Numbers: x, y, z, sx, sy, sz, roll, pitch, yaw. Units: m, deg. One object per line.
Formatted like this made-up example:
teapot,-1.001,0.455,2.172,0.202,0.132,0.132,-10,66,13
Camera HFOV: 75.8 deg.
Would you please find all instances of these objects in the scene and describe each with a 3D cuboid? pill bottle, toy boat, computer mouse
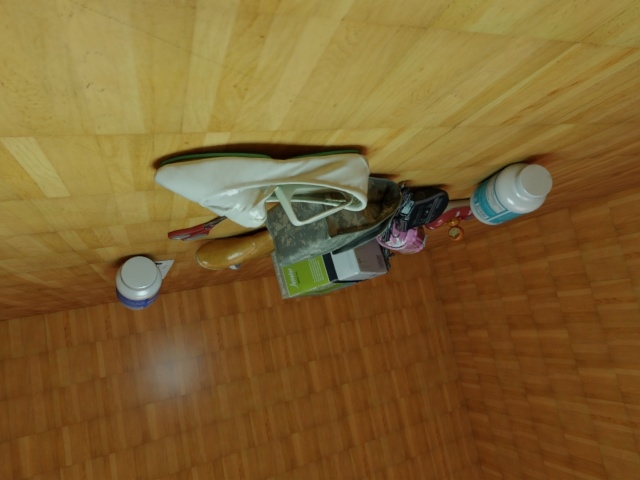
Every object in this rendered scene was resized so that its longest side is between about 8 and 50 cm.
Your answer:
pill bottle,0.566,-0.139,1.224,0.146,0.146,0.264,-10,172,-6
toy boat,0.518,-0.072,1.610,0.231,0.151,0.151,-8,171,-23
computer mouse,0.280,-0.104,1.231,0.272,0.072,0.189,-14,133,-38
pill bottle,-0.653,0.151,1.478,0.152,0.152,0.272,-7,164,-27

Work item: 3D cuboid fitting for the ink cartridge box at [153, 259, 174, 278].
ink cartridge box,-0.690,0.110,1.664,0.145,0.045,0.179,-4,151,-38

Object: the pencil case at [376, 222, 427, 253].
pencil case,0.311,-0.032,1.582,0.167,0.160,0.386,-13,171,19

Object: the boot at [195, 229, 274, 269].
boot,-0.244,0.011,1.369,0.211,0.104,0.295,-24,171,37

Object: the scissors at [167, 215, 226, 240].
scissors,-0.306,-0.042,1.154,0.297,0.021,0.109,-17,168,29

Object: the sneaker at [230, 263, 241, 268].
sneaker,-0.367,0.053,1.543,0.091,0.094,0.258,6,170,10

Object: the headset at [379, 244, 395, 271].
headset,0.185,0.046,1.842,0.243,0.185,0.394,-13,-156,-25

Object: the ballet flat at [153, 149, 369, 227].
ballet flat,-0.079,-0.088,0.738,0.400,0.139,0.139,-7,171,-24

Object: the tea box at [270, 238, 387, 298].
tea box,0.036,0.072,1.583,0.323,0.220,0.329,-21,167,24

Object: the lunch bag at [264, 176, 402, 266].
lunch bag,0.042,-0.056,1.025,0.287,0.169,0.235,-15,172,-39
